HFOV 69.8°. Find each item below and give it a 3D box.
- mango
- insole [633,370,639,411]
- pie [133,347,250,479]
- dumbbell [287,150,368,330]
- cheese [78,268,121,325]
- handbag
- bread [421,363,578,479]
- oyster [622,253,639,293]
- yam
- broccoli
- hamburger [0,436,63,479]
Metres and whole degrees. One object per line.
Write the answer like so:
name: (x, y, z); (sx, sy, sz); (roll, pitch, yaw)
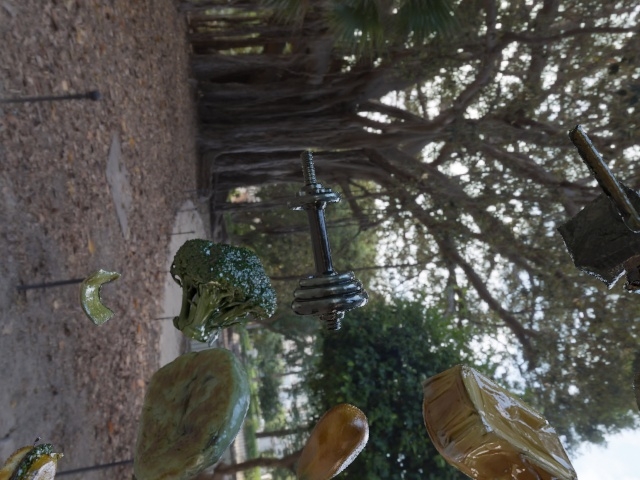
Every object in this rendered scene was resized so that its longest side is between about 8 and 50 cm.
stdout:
mango: (0.023, 0.365, 0.819); (0.089, 0.115, 0.165); (36, -67, 21)
insole: (0.651, 0.348, 0.881); (0.063, 0.010, 0.192); (-23, -122, 43)
pie: (-0.215, 0.274, 0.735); (0.054, 0.240, 0.240); (54, 10, -34)
dumbbell: (0.000, 0.000, 0.650); (0.110, 0.110, 0.255); (158, -76, -81)
cheese: (-0.321, 0.075, 0.665); (0.060, 0.041, 0.084); (-59, 162, -82)
handbag: (0.594, -0.022, 0.941); (0.175, 0.088, 0.270); (-57, -177, 30)
bread: (0.262, 0.296, 0.689); (0.107, 0.241, 0.136); (-48, -158, 22)
oyster: (0.369, 0.030, 0.445); (0.132, 0.086, 0.029); (-44, -160, 51)
yam: (0.238, -0.051, 0.382); (0.107, 0.014, 0.014); (54, -7, -5)
broccoli: (-0.269, 0.144, 1.260); (0.284, 0.321, 0.303); (-60, -158, -11)
hamburger: (-0.681, 0.553, 1.046); (0.164, 0.093, 0.190); (103, 3, -56)
